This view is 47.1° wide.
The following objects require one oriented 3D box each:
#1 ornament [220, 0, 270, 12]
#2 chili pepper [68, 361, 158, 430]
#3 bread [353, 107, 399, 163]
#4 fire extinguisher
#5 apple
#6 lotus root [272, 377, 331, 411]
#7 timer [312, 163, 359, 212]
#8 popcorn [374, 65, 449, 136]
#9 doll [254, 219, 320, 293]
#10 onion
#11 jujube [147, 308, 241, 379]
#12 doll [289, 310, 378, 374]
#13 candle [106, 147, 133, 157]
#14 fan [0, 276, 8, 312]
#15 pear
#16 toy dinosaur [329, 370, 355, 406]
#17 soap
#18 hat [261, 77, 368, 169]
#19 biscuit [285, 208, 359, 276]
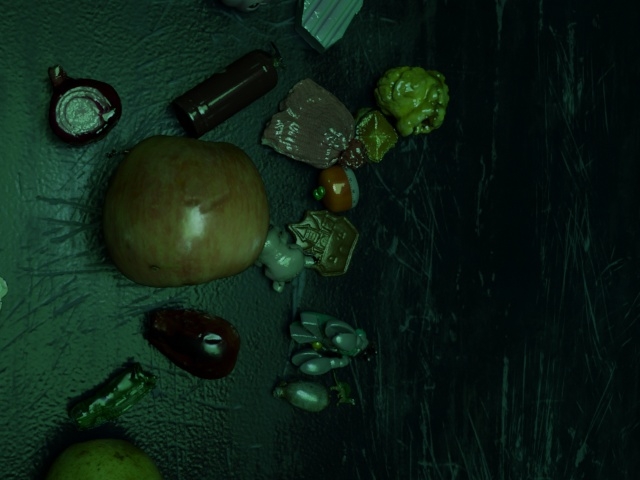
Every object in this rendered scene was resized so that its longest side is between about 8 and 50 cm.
[{"bbox_3d":[-0.189,-0.675,1.864,0.177,0.177,0.177,0,91,-24],"label":"ornament"},{"bbox_3d":[-0.504,0.383,1.796,0.224,0.061,0.098,-34,118,-23],"label":"chili pepper"},{"bbox_3d":[0.139,-0.295,2.071,0.140,0.069,0.128,42,76,-23],"label":"bread"},{"bbox_3d":[-0.220,-0.400,1.887,0.337,0.114,0.135,-37,61,-19],"label":"fire extinguisher"},{"bbox_3d":[-0.304,-0.069,1.706,0.391,0.391,0.346,-2,90,-24],"label":"apple"},{"bbox_3d":[-0.047,0.417,1.996,0.165,0.088,0.088,19,83,-14],"label":"lotus root"},{"bbox_3d":[0.036,-0.139,2.015,0.136,0.099,0.136,1,86,-13],"label":"timer"},{"bbox_3d":[0.258,-0.385,2.061,0.226,0.200,0.203,28,66,-65],"label":"popcorn"},{"bbox_3d":[-0.111,0.038,1.946,0.149,0.095,0.192,-46,111,-7],"label":"doll"},{"bbox_3d":[-0.567,-0.319,1.727,0.173,0.135,0.198,-35,89,-17],"label":"onion"},{"bbox_3d":[-0.317,0.254,1.832,0.236,0.168,0.168,20,82,-6],"label":"jujube"},{"bbox_3d":[0.045,0.272,1.989,0.258,0.153,0.195,0,128,-13],"label":"doll"},{"bbox_3d":[-0.449,-0.223,1.831,0.167,0.021,0.026,-7,84,-23],"label":"candle"},{"bbox_3d":[-0.813,0.181,1.679,0.152,0.008,0.226,13,84,-25],"label":"fan"},{"bbox_3d":[-0.501,0.602,1.680,0.304,0.304,0.304,0,91,-24],"label":"pear"},{"bbox_3d":[0.059,0.419,2.077,0.060,0.029,0.119,-24,95,-38],"label":"toy dinosaur"},{"bbox_3d":[0.018,-0.633,2.000,0.145,0.091,0.230,38,77,-17],"label":"soap"},{"bbox_3d":[0.006,-0.286,1.987,0.286,0.107,0.236,32,77,3],"label":"hat"},{"bbox_3d":[0.001,0.000,2.032,0.215,0.034,0.182,23,82,-23],"label":"biscuit"}]
